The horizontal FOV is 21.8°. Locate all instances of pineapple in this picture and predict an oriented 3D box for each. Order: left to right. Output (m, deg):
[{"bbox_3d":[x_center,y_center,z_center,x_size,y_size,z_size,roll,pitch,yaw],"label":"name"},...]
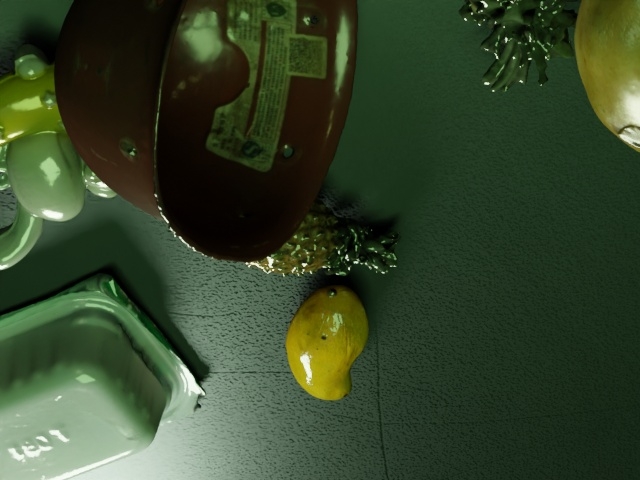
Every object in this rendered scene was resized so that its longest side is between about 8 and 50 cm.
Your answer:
[{"bbox_3d":[0.000,0.000,1.895,0.197,0.108,0.108,14,129,-26],"label":"pineapple"},{"bbox_3d":[0.185,-0.272,1.630,0.169,0.169,0.340,-11,131,8],"label":"pineapple"}]

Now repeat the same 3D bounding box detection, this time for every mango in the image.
[{"bbox_3d":[0.007,0.124,2.013,0.098,0.075,0.190,8,137,-1],"label":"mango"}]

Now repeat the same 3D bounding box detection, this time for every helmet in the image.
[{"bbox_3d":[-0.141,-0.166,1.617,0.230,0.385,0.337,16,104,27],"label":"helmet"}]

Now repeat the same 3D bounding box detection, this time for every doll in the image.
[{"bbox_3d":[-0.281,-0.098,1.793,0.237,0.111,0.252,-16,128,-8],"label":"doll"}]

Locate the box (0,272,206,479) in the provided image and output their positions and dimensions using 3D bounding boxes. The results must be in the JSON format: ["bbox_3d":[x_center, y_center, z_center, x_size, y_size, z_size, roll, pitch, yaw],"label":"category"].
[{"bbox_3d":[-0.336,0.208,2.051,0.336,0.106,0.264,-23,127,16],"label":"box"}]

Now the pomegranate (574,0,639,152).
[{"bbox_3d":[0.417,-0.200,1.605,0.332,0.332,0.332,-1,130,-1],"label":"pomegranate"}]
